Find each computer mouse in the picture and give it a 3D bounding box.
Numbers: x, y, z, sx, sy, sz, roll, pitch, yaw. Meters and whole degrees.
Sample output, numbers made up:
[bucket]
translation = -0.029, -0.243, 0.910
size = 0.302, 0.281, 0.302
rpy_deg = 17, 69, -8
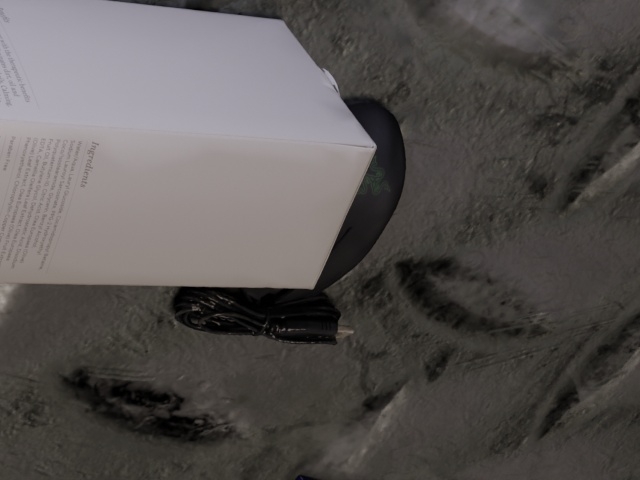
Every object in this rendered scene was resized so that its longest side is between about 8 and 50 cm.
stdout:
[computer mouse]
translation = 0.000, 0.000, 1.487
size = 0.188, 0.072, 0.272
rpy_deg = 10, 122, -34

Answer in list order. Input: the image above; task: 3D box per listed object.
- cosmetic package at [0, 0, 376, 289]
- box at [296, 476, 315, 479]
[cosmetic package]
translation = -0.169, -0.079, 1.235
size = 0.366, 0.197, 0.155
rpy_deg = 4, 125, -31
[box]
translation = -0.004, 0.342, 1.783
size = 0.126, 0.072, 0.137
rpy_deg = 21, 114, -41
